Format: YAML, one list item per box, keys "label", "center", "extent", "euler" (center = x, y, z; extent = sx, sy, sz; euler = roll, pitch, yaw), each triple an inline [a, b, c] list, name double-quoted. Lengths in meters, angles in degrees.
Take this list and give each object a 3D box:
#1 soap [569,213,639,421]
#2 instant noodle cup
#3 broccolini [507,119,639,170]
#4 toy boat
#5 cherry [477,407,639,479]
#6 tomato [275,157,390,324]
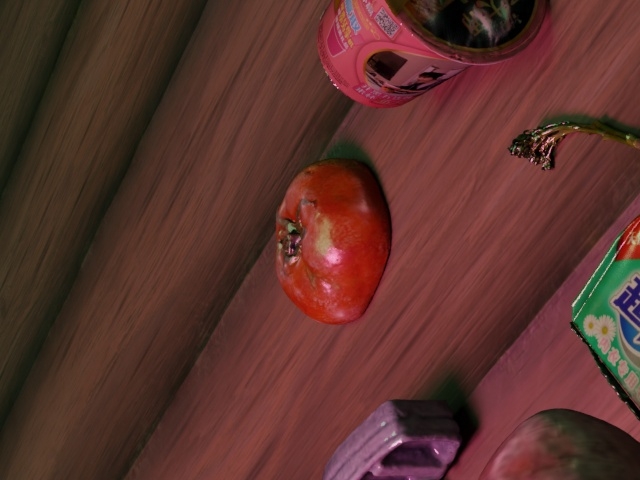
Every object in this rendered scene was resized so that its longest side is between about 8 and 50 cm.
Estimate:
- label: "soap"
  center: [0.368, 0.101, 1.297]
  extent: [0.218, 0.098, 0.273]
  euler: [-60, 41, 27]
- label: "instant noodle cup"
  center: [0.114, -0.278, 1.680]
  extent: [0.255, 0.244, 0.244]
  euler: [145, 123, -61]
- label: "broccolini"
  center: [0.284, -0.116, 1.525]
  extent: [0.194, 0.054, 0.052]
  euler: [-6, 62, 58]
- label: "toy boat"
  center: [0.075, 0.296, 1.742]
  extent: [0.283, 0.127, 0.078]
  euler: [-55, 41, 45]
- label: "cherry"
  center: [0.266, 0.330, 1.222]
  extent: [0.291, 0.326, 0.335]
  euler: [-38, 55, 19]
- label: "tomato"
  center: [0.000, 0.000, 1.943]
  extent: [0.237, 0.095, 0.236]
  euler: [-12, 77, 60]
